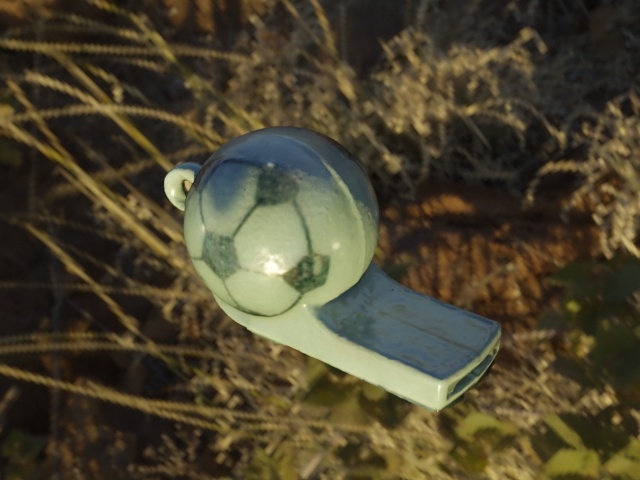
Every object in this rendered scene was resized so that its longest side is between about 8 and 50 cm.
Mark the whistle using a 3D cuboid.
[{"bbox_3d":[0.000,0.000,1.176,0.290,0.163,0.163,22,73,25],"label":"whistle"}]
